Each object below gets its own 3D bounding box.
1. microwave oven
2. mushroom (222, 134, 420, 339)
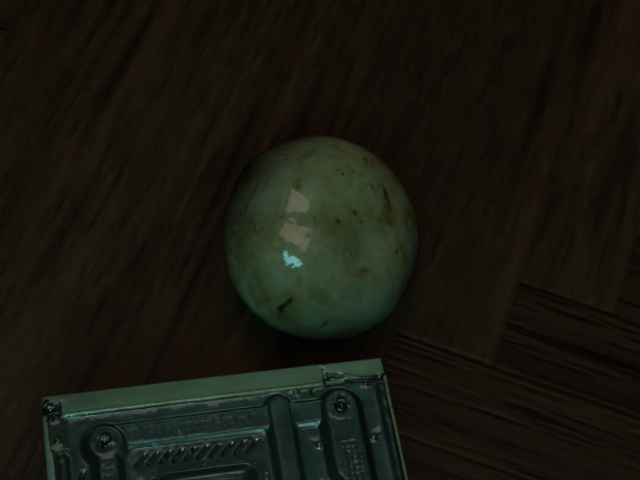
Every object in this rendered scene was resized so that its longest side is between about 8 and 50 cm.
[{"bbox_3d":[-0.064,0.198,1.022,0.240,0.145,0.194,-6,56,-9],"label":"microwave oven"},{"bbox_3d":[0.000,0.000,1.162,0.166,0.127,0.166,6,73,-21],"label":"mushroom"}]
